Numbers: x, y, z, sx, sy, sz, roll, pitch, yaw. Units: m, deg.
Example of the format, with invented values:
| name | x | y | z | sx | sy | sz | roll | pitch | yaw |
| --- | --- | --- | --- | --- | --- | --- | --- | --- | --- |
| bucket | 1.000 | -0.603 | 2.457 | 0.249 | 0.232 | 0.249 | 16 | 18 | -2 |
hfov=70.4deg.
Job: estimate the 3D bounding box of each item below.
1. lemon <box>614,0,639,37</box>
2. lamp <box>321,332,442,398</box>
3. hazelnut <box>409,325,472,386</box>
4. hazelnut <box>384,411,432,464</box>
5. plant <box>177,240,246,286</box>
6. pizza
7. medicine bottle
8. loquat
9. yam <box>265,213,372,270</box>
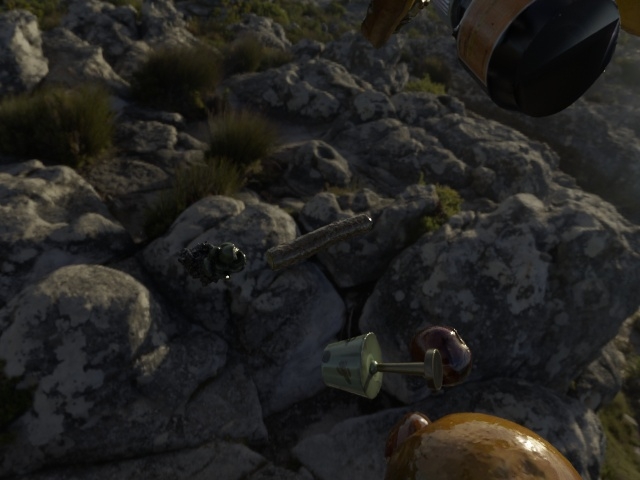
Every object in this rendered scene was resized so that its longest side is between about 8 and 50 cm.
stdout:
| name | x | y | z | sx | sy | sz | roll | pitch | yaw |
| --- | --- | --- | --- | --- | --- | --- | --- | --- | --- |
| lemon | 0.736 | -0.547 | 0.991 | 0.257 | 0.188 | 0.188 | 39 | 39 | 5 |
| lamp | 0.113 | 0.234 | 0.849 | 0.215 | 0.121 | 0.121 | -8 | 25 | 28 |
| hazelnut | 0.356 | 0.346 | 1.336 | 0.178 | 0.178 | 0.204 | 39 | 4 | 40 |
| hazelnut | 0.285 | 0.639 | 1.390 | 0.186 | 0.210 | 0.210 | -44 | 43 | 4 |
| plant | -0.190 | 0.037 | 0.802 | 0.085 | 0.087 | 0.174 | 23 | -19 | -40 |
| pizza | 0.159 | -0.406 | 0.681 | 0.074 | 0.251 | 0.287 | 42 | 32 | -2 |
| medicine bottle | 0.365 | -0.439 | 0.908 | 0.243 | 0.242 | 0.395 | -7 | 47 | -20 |
| loquat | 0.252 | 0.436 | 0.700 | 0.329 | 0.328 | 0.328 | 5 | 33 | -3 |
| yam | 0.000 | 0.000 | 1.381 | 0.357 | 0.081 | 0.081 | -21 | 41 | -25 |
